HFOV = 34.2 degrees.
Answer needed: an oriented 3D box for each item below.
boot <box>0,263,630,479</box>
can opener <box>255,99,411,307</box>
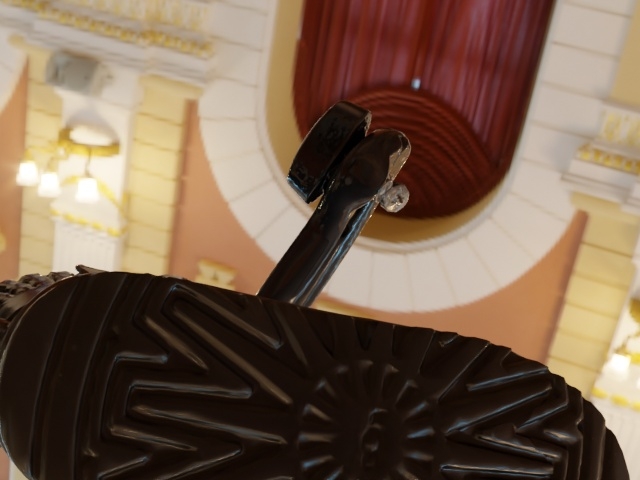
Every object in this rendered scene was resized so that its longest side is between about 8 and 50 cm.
[{"bbox_3d":[-0.031,0.099,0.577,0.347,0.131,0.260,23,166,-19],"label":"boot"},{"bbox_3d":[0.000,0.000,0.704,0.073,0.186,0.059,35,-167,30],"label":"can opener"}]
